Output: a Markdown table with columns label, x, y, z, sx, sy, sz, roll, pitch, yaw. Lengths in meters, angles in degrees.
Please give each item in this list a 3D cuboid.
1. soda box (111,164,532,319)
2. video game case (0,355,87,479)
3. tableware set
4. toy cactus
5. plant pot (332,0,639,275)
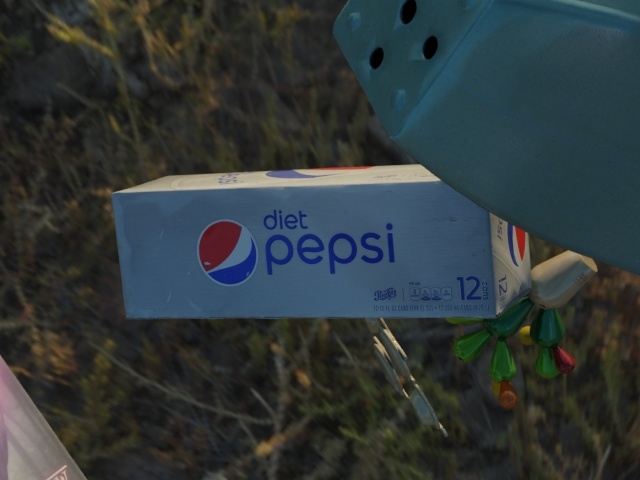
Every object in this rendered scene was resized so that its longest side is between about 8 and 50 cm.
| label | x | y | z | sx | sy | sz | roll | pitch | yaw |
| --- | --- | --- | --- | --- | --- | --- | --- | --- | --- |
| soda box | 0.000 | 0.000 | 1.208 | 0.286 | 0.091 | 0.098 | -2 | 99 | 24 |
| video game case | -0.220 | 0.123 | 0.896 | 0.026 | 0.196 | 0.274 | -35 | 91 | 37 |
| tableware set | 0.079 | 0.125 | 1.783 | 0.020 | 0.169 | 0.141 | -28 | 40 | -7 |
| toy cactus | 0.207 | 0.074 | 1.784 | 0.180 | 0.112 | 0.219 | -39 | 116 | 21 |
| plant pot | 0.138 | -0.101 | 0.981 | 0.166 | 0.234 | 0.165 | -56 | 40 | 30 |
